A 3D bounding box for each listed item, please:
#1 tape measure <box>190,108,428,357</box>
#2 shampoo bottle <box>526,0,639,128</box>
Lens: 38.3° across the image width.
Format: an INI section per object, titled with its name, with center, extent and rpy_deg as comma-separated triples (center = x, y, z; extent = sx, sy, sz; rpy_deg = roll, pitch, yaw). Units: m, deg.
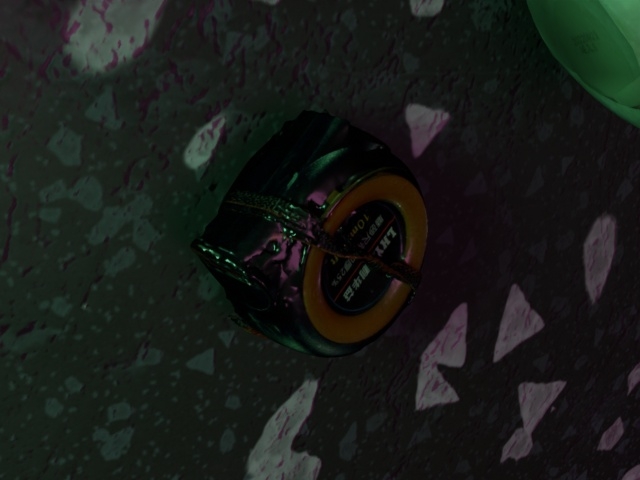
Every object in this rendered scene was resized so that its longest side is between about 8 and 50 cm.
[tape measure]
center = 0.000, 0.000, 0.843
extent = 0.202, 0.135, 0.223
rpy_deg = -55, 136, -17
[shampoo bottle]
center = 0.371, -0.266, 0.874
extent = 0.317, 0.322, 0.322
rpy_deg = -45, 132, -3
